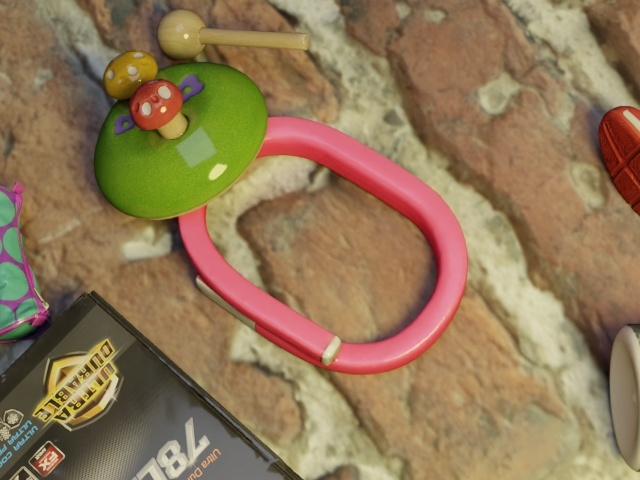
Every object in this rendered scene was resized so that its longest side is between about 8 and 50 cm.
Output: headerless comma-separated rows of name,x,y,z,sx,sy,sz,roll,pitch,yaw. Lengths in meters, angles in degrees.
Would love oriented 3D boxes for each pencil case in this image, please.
pencil case,-0.299,0.023,1.176,0.070,0.064,0.152,-23,69,9

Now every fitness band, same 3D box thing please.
fitness band,0.000,0.000,1.186,0.290,0.054,0.209,33,72,12

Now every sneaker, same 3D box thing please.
sneaker,0.376,-0.060,1.199,0.128,0.087,0.221,-35,83,-21

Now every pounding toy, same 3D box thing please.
pounding toy,-0.142,-0.144,1.183,0.182,0.110,0.237,9,60,32

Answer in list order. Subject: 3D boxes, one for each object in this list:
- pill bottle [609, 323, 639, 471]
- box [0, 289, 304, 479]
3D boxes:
pill bottle,0.386,0.133,1.083,0.245,0.130,0.131,-2,68,0
box,-0.198,0.244,1.083,0.293,0.073,0.295,40,74,16
